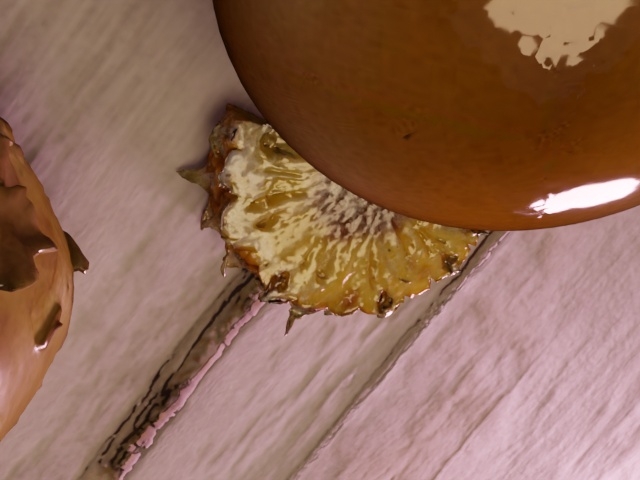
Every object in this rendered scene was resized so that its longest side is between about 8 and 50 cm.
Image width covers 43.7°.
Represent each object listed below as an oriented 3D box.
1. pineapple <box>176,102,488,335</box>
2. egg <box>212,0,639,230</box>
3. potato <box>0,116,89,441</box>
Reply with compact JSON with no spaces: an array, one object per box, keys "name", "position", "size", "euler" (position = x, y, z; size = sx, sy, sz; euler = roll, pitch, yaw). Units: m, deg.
[{"name":"pineapple","position":[0.000,0.000,0.594],"size":[0.233,0.079,0.135],"euler":[20,101,-26]},{"name":"egg","position":[0.113,-0.147,0.423],"size":[0.351,0.282,0.282],"euler":[-8,122,-24]},{"name":"potato","position":[-0.273,0.004,0.412],"size":[0.300,0.196,0.246],"euler":[25,123,-5]}]
